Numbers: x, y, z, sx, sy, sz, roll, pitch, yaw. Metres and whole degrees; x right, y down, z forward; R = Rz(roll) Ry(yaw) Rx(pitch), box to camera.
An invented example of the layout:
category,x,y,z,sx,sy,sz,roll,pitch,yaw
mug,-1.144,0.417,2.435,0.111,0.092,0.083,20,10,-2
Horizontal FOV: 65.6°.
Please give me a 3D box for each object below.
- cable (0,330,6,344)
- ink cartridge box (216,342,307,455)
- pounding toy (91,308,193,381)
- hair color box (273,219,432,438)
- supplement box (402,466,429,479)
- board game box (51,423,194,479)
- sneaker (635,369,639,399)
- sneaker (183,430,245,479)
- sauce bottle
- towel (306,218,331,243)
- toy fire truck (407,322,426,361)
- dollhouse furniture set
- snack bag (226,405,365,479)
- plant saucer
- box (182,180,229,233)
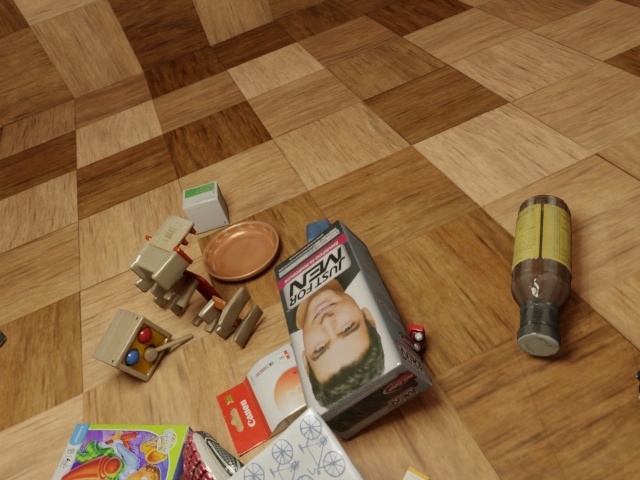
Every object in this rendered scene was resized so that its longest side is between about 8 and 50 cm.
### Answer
category,x,y,z,sx,sy,sz,roll,pitch,yaw
cable,-0.908,0.316,1.198,0.287,0.072,0.139,-34,27,-34
ink cartridge box,-0.104,0.295,0.945,0.179,0.045,0.145,-26,43,-12
pounding toy,-0.373,0.223,1.058,0.100,0.141,0.130,12,65,28
hair color box,0.042,0.150,0.946,0.185,0.113,0.375,-37,40,14
supplement box,0.128,0.402,0.745,0.036,0.062,0.098,19,53,32
board game box,-0.354,0.482,0.808,0.233,0.078,0.347,-5,45,13
sneaker,0.569,0.201,0.777,0.126,0.128,0.321,20,30,26
sneaker,-0.110,0.411,0.784,0.299,0.121,0.112,33,34,28
sauce bottle,0.426,0.060,0.964,0.111,0.111,0.345,6,48,23
towel,0.000,0.000,1.223,0.067,0.029,0.120,-13,44,5
toy fire truck,0.131,0.201,0.961,0.135,0.047,0.192,6,50,26
dollhouse furniture set,-0.270,0.081,1.062,0.261,0.259,0.135,18,63,30
snack bag,-0.045,0.449,0.633,0.342,0.037,0.323,-41,63,3
plant saucer,-0.196,0.031,1.250,0.199,0.037,0.200,-10,43,9
box,-0.314,-0.090,1.364,0.101,0.102,0.087,-16,45,0
